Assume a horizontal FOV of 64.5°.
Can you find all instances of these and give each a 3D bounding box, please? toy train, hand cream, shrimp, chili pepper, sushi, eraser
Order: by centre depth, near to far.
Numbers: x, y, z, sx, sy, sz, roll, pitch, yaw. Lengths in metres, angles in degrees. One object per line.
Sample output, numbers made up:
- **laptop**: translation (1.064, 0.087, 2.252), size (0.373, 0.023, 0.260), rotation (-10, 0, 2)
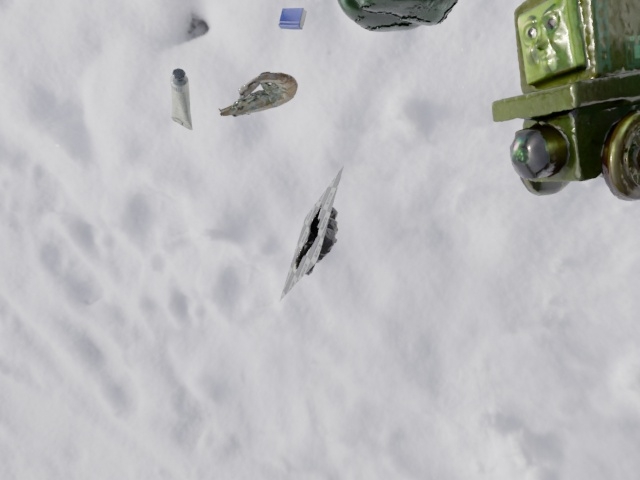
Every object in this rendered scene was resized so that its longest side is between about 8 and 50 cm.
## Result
- **toy train**: translation (0.215, -0.107, 0.328), size (0.225, 0.090, 0.137), rotation (-14, 101, -21)
- **sushi**: translation (0.000, 0.000, 1.023), size (0.047, 0.231, 0.220), rotation (22, 59, -11)
- **chili pepper**: translation (0.160, -0.576, 1.061), size (0.256, 0.233, 0.249), rotation (-10, 109, -28)
- **shrimp**: translation (-0.166, -0.375, 1.307), size (0.223, 0.126, 0.048), rotation (-18, 67, 9)
- **hand cream**: translation (-0.418, -0.418, 1.521), size (0.080, 0.234, 0.050), rotation (31, 62, 2)
- **eraser**: translation (-0.091, -0.718, 1.646), size (0.084, 0.027, 0.063), rotation (14, 91, 30)
